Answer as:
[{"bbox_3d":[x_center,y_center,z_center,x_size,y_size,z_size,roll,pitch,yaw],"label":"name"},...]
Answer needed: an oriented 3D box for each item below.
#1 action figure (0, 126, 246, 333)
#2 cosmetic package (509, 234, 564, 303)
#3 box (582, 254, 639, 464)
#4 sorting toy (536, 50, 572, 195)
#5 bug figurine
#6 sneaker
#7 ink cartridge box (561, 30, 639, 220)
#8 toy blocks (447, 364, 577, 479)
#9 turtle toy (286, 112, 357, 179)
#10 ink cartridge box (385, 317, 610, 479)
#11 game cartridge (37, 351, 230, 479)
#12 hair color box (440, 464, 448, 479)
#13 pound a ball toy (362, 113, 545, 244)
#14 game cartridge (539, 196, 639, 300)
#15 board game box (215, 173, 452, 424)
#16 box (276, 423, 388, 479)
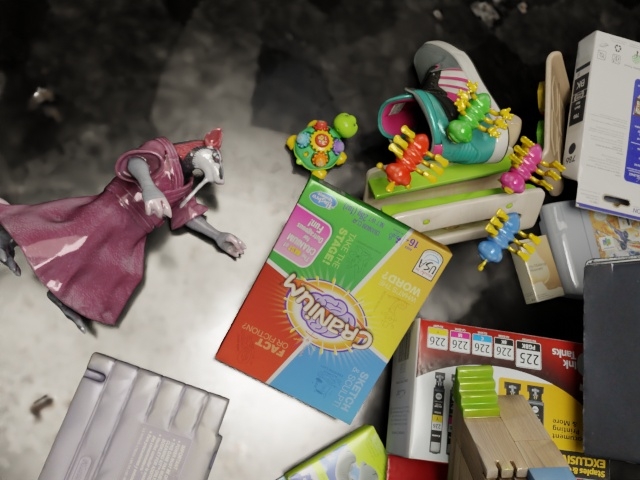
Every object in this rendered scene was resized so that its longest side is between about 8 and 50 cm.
[{"bbox_3d":[-0.291,-0.050,0.983,0.276,0.248,0.370,34,72,25],"label":"action figure"},{"bbox_3d":[0.390,0.053,1.148,0.060,0.041,0.115,-13,81,-14],"label":"cosmetic package"},{"bbox_3d":[0.698,0.187,0.874,0.480,0.472,0.297,17,74,-38],"label":"box"},{"bbox_3d":[0.421,-0.207,1.157,0.038,0.193,0.208,4,76,29],"label":"sorting toy"},{"bbox_3d":[0.235,-0.100,0.965,0.279,0.072,0.216,39,88,-10],"label":"bug figurine"},{"bbox_3d":[0.176,-0.237,1.082,0.179,0.123,0.295,-6,50,-19],"label":"sneaker"},{"bbox_3d":[0.538,-0.200,1.158,0.166,0.065,0.332,13,81,-11],"label":"ink cartridge box"},{"bbox_3d":[0.233,0.385,0.775,0.191,0.261,0.381,-1,110,-4],"label":"toy blocks"},{"bbox_3d":[0.008,-0.173,1.106,0.130,0.066,0.095,-39,88,-17],"label":"turtle toy"},{"bbox_3d":[0.268,0.282,0.974,0.310,0.130,0.271,9,72,-8],"label":"ink cartridge box"},{"bbox_3d":[-0.294,0.369,0.929,0.230,0.068,0.354,23,74,-10],"label":"game cartridge"},{"bbox_3d":[0.269,0.352,1.050,0.167,0.053,0.093,-17,79,-13],"label":"hair color box"},{"bbox_3d":[0.233,-0.092,1.119,0.319,0.135,0.208,-11,50,-11],"label":"pound a ball toy"},{"bbox_3d":[0.567,0.011,1.190,0.297,0.062,0.198,-8,75,-13],"label":"game cartridge"},{"bbox_3d":[0.017,0.094,0.978,0.242,0.064,0.316,27,102,-5],"label":"board game box"},{"bbox_3d":[0.028,0.382,1.000,0.178,0.042,0.109,-27,84,-17],"label":"box"}]
